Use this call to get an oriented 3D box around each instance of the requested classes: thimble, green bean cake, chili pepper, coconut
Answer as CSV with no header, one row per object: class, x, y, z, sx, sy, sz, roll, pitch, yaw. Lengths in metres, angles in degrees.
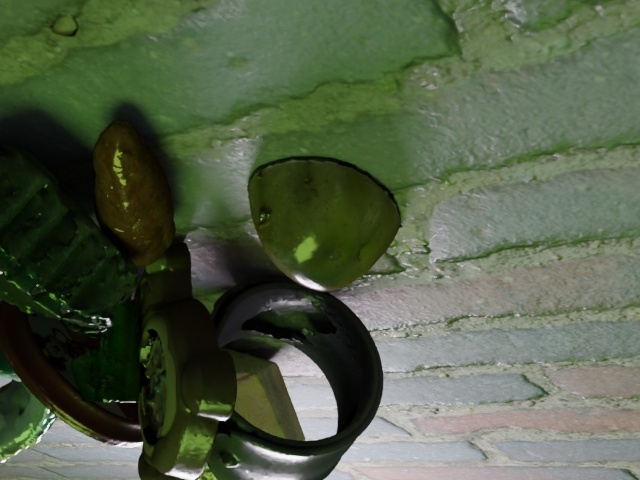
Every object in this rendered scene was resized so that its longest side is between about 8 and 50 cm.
thimble,-0.596,0.265,1.512,0.254,0.167,0.288,-9,133,-24
green bean cake,-0.368,-0.001,1.025,0.241,0.132,0.255,5,145,47
chili pepper,-0.308,0.110,1.185,0.099,0.254,0.083,-19,163,15
coconut,-0.167,0.314,1.525,0.233,0.245,0.233,-26,176,-2

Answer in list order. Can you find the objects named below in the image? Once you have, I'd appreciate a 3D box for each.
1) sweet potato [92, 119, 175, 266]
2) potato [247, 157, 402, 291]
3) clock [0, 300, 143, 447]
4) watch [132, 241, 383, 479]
sweet potato,-0.227,-0.056,1.000,0.097,0.097,0.252,8,148,4
potato,0.000,0.000,1.009,0.182,0.117,0.202,-8,147,24
clock,-0.369,0.193,1.309,0.080,0.318,0.318,-42,133,11
watch,-0.088,0.182,1.207,0.326,0.335,0.314,1,142,-26
